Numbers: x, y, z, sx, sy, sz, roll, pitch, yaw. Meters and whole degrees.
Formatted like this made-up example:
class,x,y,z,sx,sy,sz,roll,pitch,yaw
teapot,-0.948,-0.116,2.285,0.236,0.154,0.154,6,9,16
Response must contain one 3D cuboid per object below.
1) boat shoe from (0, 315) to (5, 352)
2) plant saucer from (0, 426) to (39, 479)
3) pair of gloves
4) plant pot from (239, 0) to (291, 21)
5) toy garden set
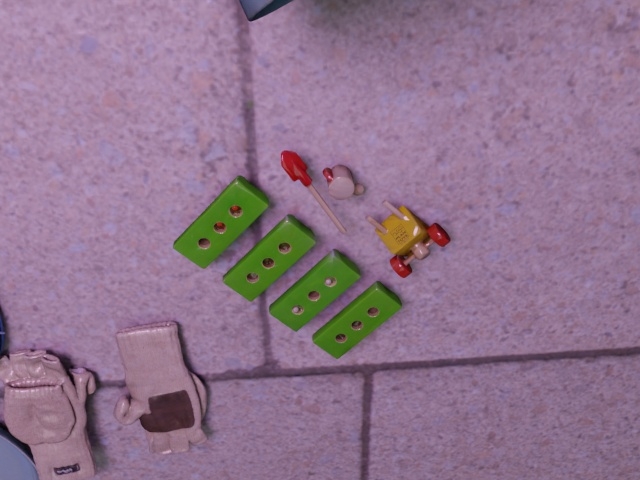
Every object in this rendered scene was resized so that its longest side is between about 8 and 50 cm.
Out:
class,x,y,z,sx,sy,sz,roll,pitch,yaw
boat shoe,-0.423,0.052,0.696,0.109,0.089,0.258,-12,122,2
plant saucer,-0.522,0.321,0.881,0.318,0.043,0.317,-3,122,-5
pair of gloves,-0.266,0.202,0.831,0.240,0.042,0.204,-14,118,-2
plant pot,0.016,-0.317,0.407,0.293,0.293,0.235,-29,107,12
toy garden set,0.000,0.000,0.732,0.244,0.049,0.204,38,113,-24
